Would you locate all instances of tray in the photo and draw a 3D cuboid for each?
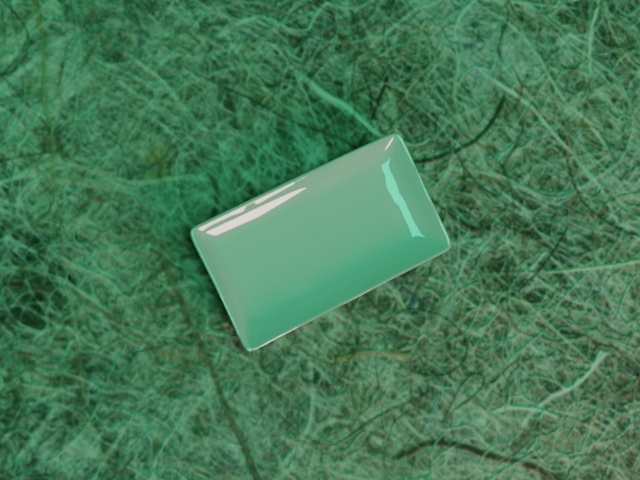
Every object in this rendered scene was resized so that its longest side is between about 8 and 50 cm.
[{"bbox_3d":[0.000,0.000,2.016,0.270,0.030,0.145,-26,92,-22],"label":"tray"}]
